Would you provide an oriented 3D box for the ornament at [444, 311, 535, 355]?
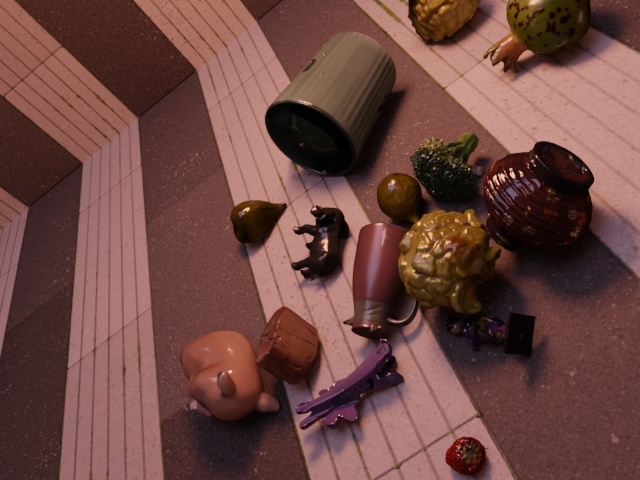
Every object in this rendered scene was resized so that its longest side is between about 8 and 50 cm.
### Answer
[{"bbox_3d":[0.341,0.195,1.316,0.203,0.088,0.081,-9,72,53],"label":"ornament"}]

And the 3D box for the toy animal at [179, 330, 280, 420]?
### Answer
[{"bbox_3d":[-0.255,0.349,1.602,0.213,0.195,0.256,-42,40,16],"label":"toy animal"}]

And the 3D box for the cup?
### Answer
[{"bbox_3d":[0.011,-0.433,2.013,0.401,0.310,0.392,5,53,42],"label":"cup"}]

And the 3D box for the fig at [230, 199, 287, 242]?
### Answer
[{"bbox_3d":[-0.204,-0.070,2.031,0.185,0.133,0.126,-25,1,-44],"label":"fig"}]

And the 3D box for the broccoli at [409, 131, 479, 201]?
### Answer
[{"bbox_3d":[0.338,-0.202,1.624,0.194,0.194,0.220,-56,10,-16],"label":"broccoli"}]

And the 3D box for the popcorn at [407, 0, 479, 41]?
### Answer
[{"bbox_3d":[0.381,-0.792,2.067,0.237,0.293,0.293,-50,38,2],"label":"popcorn"}]

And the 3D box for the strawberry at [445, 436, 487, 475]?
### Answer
[{"bbox_3d":[0.270,0.407,1.186,0.083,0.073,0.073,125,164,-56],"label":"strawberry"}]

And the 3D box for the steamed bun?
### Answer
[{"bbox_3d":[-0.081,0.265,1.561,0.106,0.145,0.175,-39,21,37],"label":"steamed bun"}]

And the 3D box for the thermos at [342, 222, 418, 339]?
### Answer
[{"bbox_3d":[0.153,0.106,1.514,0.176,0.146,0.265,-1,63,27],"label":"thermos"}]

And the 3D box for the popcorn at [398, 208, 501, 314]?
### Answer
[{"bbox_3d":[0.285,0.046,1.366,0.235,0.181,0.217,-37,46,-14],"label":"popcorn"}]

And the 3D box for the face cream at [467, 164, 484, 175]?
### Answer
[{"bbox_3d":[0.381,-0.190,1.672,0.115,0.020,0.038,18,72,50],"label":"face cream"}]

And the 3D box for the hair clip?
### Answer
[{"bbox_3d":[0.073,0.338,1.409,0.278,0.090,0.137,-41,35,11],"label":"hair clip"}]

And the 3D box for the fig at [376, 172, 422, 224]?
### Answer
[{"bbox_3d":[0.243,-0.079,1.649,0.124,0.124,0.236,-41,61,3],"label":"fig"}]

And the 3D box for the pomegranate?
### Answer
[{"bbox_3d":[0.603,-0.578,1.715,0.231,0.231,0.286,48,120,52],"label":"pomegranate"}]

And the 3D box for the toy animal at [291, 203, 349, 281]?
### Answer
[{"bbox_3d":[0.004,0.000,1.777,0.146,0.114,0.245,-19,65,38],"label":"toy animal"}]

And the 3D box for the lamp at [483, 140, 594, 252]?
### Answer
[{"bbox_3d":[0.458,-0.083,1.346,0.247,0.247,0.247,-24,42,24],"label":"lamp"}]
